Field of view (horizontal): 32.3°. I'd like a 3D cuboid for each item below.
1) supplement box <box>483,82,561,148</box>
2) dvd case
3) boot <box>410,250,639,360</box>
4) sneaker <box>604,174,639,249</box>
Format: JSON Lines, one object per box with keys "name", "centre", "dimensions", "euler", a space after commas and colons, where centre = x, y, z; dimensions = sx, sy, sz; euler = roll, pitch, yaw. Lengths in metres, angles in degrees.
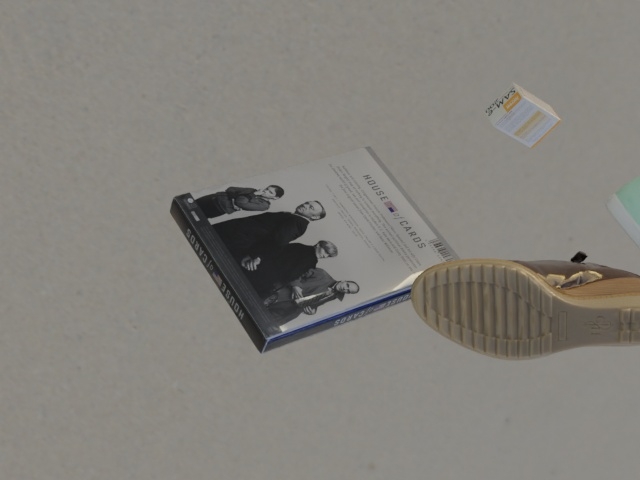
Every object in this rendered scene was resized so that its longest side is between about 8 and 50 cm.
{"name": "supplement box", "centre": [0.292, -0.180, 1.594], "dimensions": [0.098, 0.036, 0.062], "euler": [23, 122, -42]}
{"name": "dvd case", "centre": [0.000, 0.000, 1.069], "dimensions": [0.239, 0.179, 0.029], "euler": [-17, 148, -33]}
{"name": "boot", "centre": [0.206, 0.055, 1.079], "dimensions": [0.207, 0.249, 0.090], "euler": [-82, 180, -82]}
{"name": "sneaker", "centre": [0.499, -0.002, 1.409], "dimensions": [0.151, 0.256, 0.094], "euler": [-42, 159, 17]}
